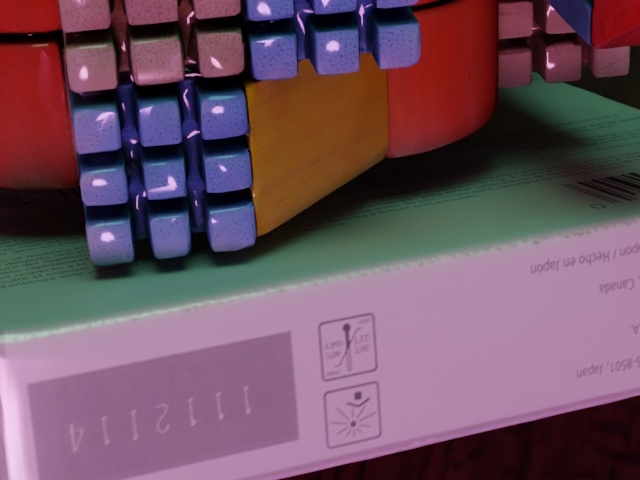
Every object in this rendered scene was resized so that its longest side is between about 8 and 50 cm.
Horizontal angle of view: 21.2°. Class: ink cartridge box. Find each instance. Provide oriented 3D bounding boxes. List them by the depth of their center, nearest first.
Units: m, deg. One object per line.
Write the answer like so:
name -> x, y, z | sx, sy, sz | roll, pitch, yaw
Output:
ink cartridge box -> 0.000, 0.000, 0.614 | 0.296, 0.066, 0.261 | -10, 16, -20

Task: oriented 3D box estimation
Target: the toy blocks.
toy blocks -> -0.038, -0.091, 0.560 | 0.381, 0.190, 0.261 | -6, 27, -7
